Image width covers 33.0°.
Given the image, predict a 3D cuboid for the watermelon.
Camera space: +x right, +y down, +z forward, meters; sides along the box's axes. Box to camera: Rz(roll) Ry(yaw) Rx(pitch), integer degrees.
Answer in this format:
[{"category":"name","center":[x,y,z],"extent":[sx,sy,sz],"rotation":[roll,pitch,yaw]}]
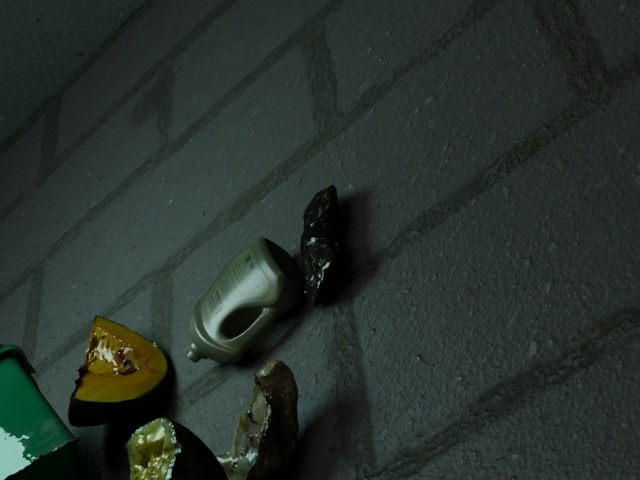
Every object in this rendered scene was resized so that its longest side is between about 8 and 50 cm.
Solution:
[{"category":"watermelon","center":[-0.216,0.430,1.557],"extent":[0.331,0.189,0.331],"rotation":[-46,32,40]}]

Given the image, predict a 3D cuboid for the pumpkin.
[{"category":"pumpkin","center":[-0.386,0.280,2.090],"extent":[0.312,0.169,0.148],"rotation":[-96,16,-62]}]

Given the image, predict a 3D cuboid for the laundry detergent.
[{"category":"laundry detergent","center":[-0.146,0.126,1.921],"extent":[0.253,0.091,0.181],"rotation":[-47,39,13]}]

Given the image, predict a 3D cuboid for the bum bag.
[{"category":"bum bag","center":[0.000,-0.001,1.864],"extent":[0.248,0.069,0.102],"rotation":[-96,14,-44]}]

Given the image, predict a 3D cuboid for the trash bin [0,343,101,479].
[{"category":"trash bin","center":[-0.576,0.375,1.981],"extent":[0.259,0.295,0.381],"rotation":[-30,35,-27]}]

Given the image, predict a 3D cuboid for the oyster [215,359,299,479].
[{"category":"oyster","center":[-0.112,0.335,1.703],"extent":[0.294,0.094,0.166],"rotation":[-56,32,33]}]
